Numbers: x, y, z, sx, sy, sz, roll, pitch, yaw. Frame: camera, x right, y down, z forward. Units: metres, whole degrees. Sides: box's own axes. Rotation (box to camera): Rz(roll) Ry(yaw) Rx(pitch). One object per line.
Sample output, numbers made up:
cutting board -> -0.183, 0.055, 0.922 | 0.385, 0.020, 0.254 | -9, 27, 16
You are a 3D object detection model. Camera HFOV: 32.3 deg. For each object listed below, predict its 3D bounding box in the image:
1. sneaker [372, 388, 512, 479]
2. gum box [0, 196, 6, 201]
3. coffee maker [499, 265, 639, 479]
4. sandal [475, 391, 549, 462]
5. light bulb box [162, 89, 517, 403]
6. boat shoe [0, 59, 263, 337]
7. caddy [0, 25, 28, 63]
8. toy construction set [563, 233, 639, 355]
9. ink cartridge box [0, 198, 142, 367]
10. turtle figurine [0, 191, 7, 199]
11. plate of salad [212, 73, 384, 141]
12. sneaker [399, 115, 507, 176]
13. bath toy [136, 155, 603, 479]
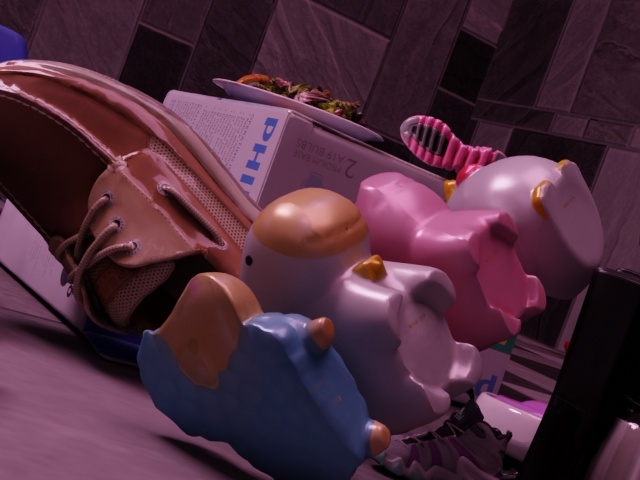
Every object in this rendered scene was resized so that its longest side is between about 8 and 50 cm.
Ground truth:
sneaker -> 0.081, 0.126, 0.728 | 0.098, 0.069, 0.038 | 20, 1, -24
gum box -> -0.353, -0.064, 1.562 | 0.157, 0.041, 0.184 | -1, 13, -33
coffee maker -> 0.195, 0.111, 0.726 | 0.171, 0.178, 0.120 | 22, 1, 40
sandal -> 0.295, 0.180, 1.013 | 0.169, 0.102, 0.416 | 23, 2, 41
light bulb box -> 0.000, 0.000, 1.253 | 0.358, 0.225, 0.361 | 20, 1, -29
boat shoe -> -0.113, 0.000, 0.734 | 0.324, 0.123, 0.116 | 35, 34, -1
caddy -> -0.426, -0.125, 1.100 | 0.241, 0.179, 0.341 | -2, -3, 14
toy construction set -> 0.406, 0.103, 1.255 | 0.258, 0.308, 0.237 | 12, -9, 18
ink cartridge box -> -0.152, 0.040, 0.914 | 0.165, 0.065, 0.333 | 20, 2, -33
turtle figurine -> -0.451, -0.157, 1.453 | 0.266, 0.197, 0.275 | 21, 5, 25
plate of salad -> -0.021, -0.151, 1.217 | 0.200, 0.048, 0.200 | 20, 1, 0
sneaker -> 0.132, -0.087, 1.132 | 0.119, 0.047, 0.057 | 28, -5, -5
bath toy -> 0.051, 0.024, 0.692 | 0.129, 0.151, 0.348 | -21, 3, 41
